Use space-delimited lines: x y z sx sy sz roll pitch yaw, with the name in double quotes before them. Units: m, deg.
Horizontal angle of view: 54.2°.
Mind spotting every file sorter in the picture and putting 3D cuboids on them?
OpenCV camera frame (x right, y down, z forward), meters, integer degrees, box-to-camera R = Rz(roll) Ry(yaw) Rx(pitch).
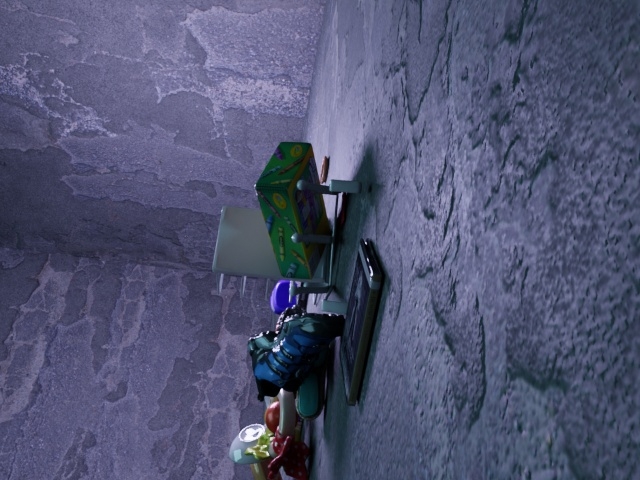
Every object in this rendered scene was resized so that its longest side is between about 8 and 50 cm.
"file sorter" -0.132 0.050 1.648 0.173 0.277 0.193 104 171 -56

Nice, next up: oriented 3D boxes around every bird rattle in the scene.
"bird rattle" -0.100 0.447 1.463 0.253 0.143 0.207 117 155 -71

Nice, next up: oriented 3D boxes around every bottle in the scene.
"bottle" -0.133 0.215 2.283 0.283 0.092 0.118 124 153 -76

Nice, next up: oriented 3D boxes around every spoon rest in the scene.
"spoon rest" -0.155 0.507 1.676 0.276 0.137 0.084 -64 -37 -65

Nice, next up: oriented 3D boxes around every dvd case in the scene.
"dvd case" 0.061 0.124 1.001 0.164 0.018 0.221 -97 15 -71

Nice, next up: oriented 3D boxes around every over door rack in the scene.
"over door rack" 0.000 0.000 1.242 0.324 0.108 0.240 -155 69 -83

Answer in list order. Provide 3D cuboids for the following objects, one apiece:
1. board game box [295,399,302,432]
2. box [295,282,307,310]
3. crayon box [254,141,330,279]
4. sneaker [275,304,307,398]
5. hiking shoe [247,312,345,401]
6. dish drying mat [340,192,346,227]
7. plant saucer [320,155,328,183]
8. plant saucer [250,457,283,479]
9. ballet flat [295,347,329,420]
"board game box" -0.080 0.475 1.711 0.193 0.045 0.147 -100 19 -70
"box" -0.053 0.130 1.959 0.116 0.029 0.162 -103 23 -75
"crayon box" -0.056 -0.065 1.433 0.165 0.081 0.278 -67 -27 -43
"sneaker" -0.080 0.306 1.670 0.135 0.097 0.276 108 167 -47
"hiking shoe" -0.039 0.227 1.229 0.304 0.113 0.132 -37 55 52
"dish drying mat" 0.051 -0.070 1.370 0.032 0.008 0.083 105 169 -57
"plant saucer" 0.012 -0.208 1.853 0.083 0.013 0.083 -172 90 -83
"plant saucer" -0.146 0.635 1.700 0.200 0.037 0.200 156 90 -89
"ballet flat" -0.019 0.278 1.322 0.067 0.073 0.206 78 -162 -63
